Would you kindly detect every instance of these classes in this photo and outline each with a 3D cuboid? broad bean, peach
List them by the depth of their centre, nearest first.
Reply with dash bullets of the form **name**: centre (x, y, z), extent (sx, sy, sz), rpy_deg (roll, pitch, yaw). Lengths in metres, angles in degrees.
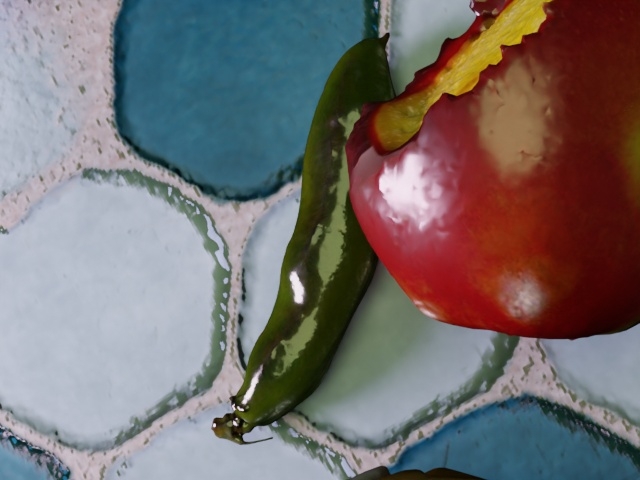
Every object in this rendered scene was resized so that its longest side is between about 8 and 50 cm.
- **peach**: centre (0.114, -0.064, 0.956), extent (0.196, 0.190, 0.226), rpy_deg (5, 91, 25)
- **broad bean**: centre (0.003, 0.002, 1.049), extent (0.065, 0.046, 0.255), rpy_deg (18, 89, 28)

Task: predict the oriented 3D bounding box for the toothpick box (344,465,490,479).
- **toothpick box**: centre (0.067, 0.298, 0.818), extent (0.425, 0.409, 0.409), rpy_deg (1, 84, 19)
